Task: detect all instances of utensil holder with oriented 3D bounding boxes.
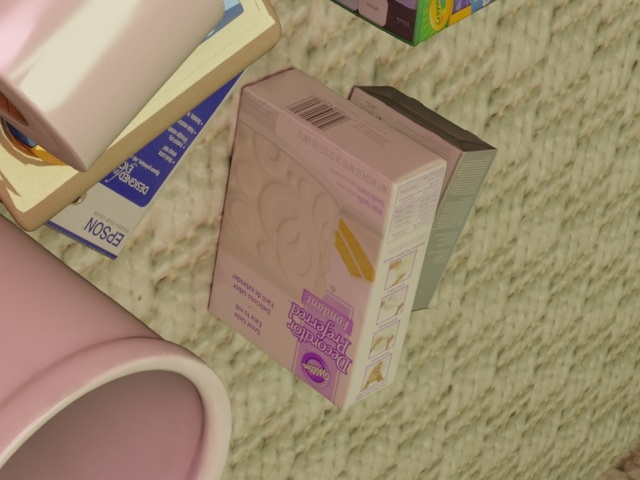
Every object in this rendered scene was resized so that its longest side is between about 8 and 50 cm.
[{"bbox_3d":[-0.327,0.141,1.443,0.327,0.385,0.327,-36,145,-31],"label":"utensil holder"}]

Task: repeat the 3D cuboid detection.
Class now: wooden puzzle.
[{"bbox_3d":[-0.208,-0.211,1.455,0.322,0.080,0.348,-40,129,-15],"label":"wooden puzzle"}]

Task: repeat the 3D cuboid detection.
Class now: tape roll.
[{"bbox_3d":[-0.218,-0.193,1.258,0.169,0.246,0.246,-49,149,-10],"label":"tape roll"}]

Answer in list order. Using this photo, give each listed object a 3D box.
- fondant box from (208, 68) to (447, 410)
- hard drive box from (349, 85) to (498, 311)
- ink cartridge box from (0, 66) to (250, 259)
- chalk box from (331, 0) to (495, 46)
[{"bbox_3d":[0.000,0.000,1.914,0.096,0.238,0.330,-27,139,-40],"label":"fondant box"},{"bbox_3d":[0.089,-0.052,2.049,0.089,0.181,0.232,-7,126,-54],"label":"hard drive box"},{"bbox_3d":[-0.213,-0.159,1.628,0.307,0.072,0.303,-53,150,1],"label":"ink cartridge box"},{"bbox_3d":[0.098,-0.346,1.774,0.289,0.180,0.179,-32,143,-36],"label":"chalk box"}]
